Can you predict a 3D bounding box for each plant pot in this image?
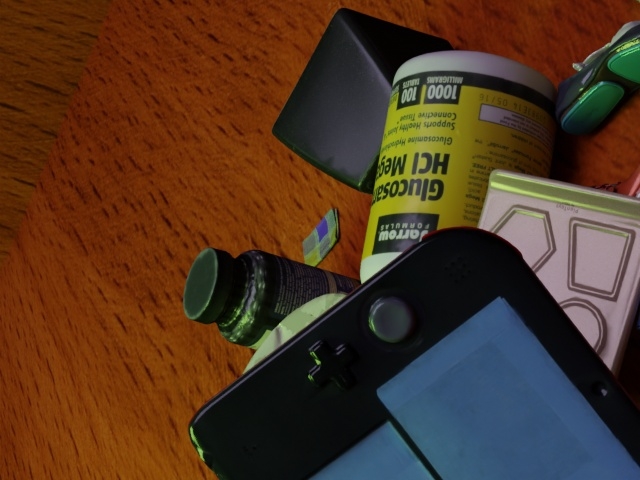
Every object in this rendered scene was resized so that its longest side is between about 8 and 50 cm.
[{"bbox_3d":[0.085,-0.145,2.007,0.187,0.188,0.167,-60,40,22],"label":"plant pot"}]

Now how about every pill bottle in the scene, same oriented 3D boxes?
[{"bbox_3d":[-0.055,0.081,2.073,0.123,0.219,0.123,-41,40,46],"label":"pill bottle"},{"bbox_3d":[0.146,-0.021,1.786,0.188,0.188,0.334,-17,59,59],"label":"pill bottle"}]

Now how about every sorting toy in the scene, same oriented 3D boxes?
[{"bbox_3d":[0.227,0.047,1.621,0.193,0.038,0.208,14,92,37],"label":"sorting toy"}]

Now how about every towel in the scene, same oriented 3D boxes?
[{"bbox_3d":[0.000,0.000,2.256,0.083,0.009,0.060,-47,35,41],"label":"towel"}]

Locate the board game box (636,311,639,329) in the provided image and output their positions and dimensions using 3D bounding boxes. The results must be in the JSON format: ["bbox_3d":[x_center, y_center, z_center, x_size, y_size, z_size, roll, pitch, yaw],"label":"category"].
[{"bbox_3d":[0.379,0.008,1.488,0.211,0.039,0.160,-3,71,62],"label":"board game box"}]

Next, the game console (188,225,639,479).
[{"bbox_3d":[0.120,0.216,1.448,0.342,0.386,0.060,-38,-1,9],"label":"game console"}]

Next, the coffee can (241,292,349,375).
[{"bbox_3d":[0.071,0.206,1.640,0.201,0.275,0.201,-38,32,28],"label":"coffee can"}]

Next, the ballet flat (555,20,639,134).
[{"bbox_3d":[0.311,-0.185,1.708,0.203,0.074,0.074,-41,39,49],"label":"ballet flat"}]

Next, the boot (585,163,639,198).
[{"bbox_3d":[0.287,-0.038,1.638,0.084,0.059,0.158,48,121,25],"label":"boot"}]
